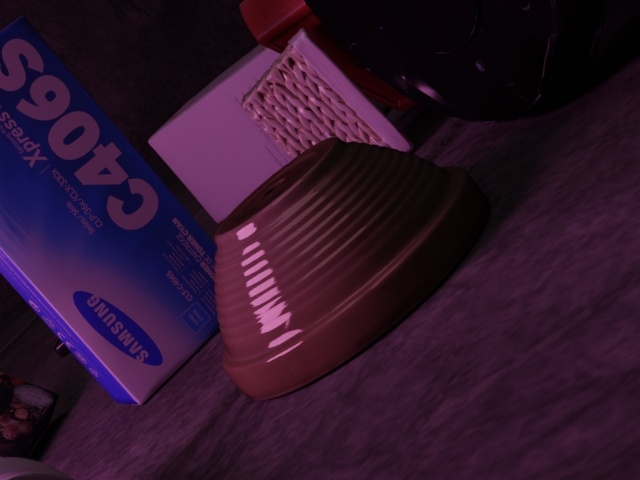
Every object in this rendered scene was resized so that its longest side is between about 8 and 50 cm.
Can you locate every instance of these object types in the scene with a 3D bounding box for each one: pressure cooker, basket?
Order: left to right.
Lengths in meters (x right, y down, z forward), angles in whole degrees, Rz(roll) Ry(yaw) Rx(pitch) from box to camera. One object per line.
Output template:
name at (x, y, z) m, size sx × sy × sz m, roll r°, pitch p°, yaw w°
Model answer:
basket at (0.003, -0.129, 1.198) m, size 0.103 × 0.167 × 0.113 m, roll -43°, pitch 11°, yaw 7°
pressure cooker at (0.189, -0.353, 0.971) m, size 0.420 × 0.370 × 0.375 m, roll -43°, pitch -32°, yaw -19°

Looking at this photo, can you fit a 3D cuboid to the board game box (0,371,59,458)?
board game box at (-0.421, 0.173, 1.212) m, size 0.165 × 0.243 × 0.042 m, roll -80°, pitch 11°, yaw -72°

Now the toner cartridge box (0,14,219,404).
toner cartridge box at (-0.237, -0.024, 1.081) m, size 0.165 × 0.348 × 0.075 m, roll -45°, pitch 13°, yaw -24°

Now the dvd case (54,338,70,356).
dvd case at (-0.330, 0.089, 1.775) m, size 0.180 × 0.022 × 0.253 m, roll -40°, pitch 12°, yaw 1°

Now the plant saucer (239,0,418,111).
plant saucer at (0.062, -0.224, 1.254) m, size 0.258 × 0.259 × 0.048 m, roll -16°, pitch 55°, yaw 63°

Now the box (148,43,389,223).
box at (-0.048, -0.203, 1.631) m, size 0.345 × 0.168 × 0.215 m, roll -29°, pitch 16°, yaw 41°

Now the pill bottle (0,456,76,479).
pill bottle at (-0.210, 0.199, 0.721) m, size 0.119 × 0.119 × 0.208 m, roll -46°, pitch 13°, yaw -31°

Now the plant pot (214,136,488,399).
plant pot at (0.000, 0.000, 0.847) m, size 0.237 × 0.110 × 0.237 m, roll -37°, pitch 12°, yaw 10°
